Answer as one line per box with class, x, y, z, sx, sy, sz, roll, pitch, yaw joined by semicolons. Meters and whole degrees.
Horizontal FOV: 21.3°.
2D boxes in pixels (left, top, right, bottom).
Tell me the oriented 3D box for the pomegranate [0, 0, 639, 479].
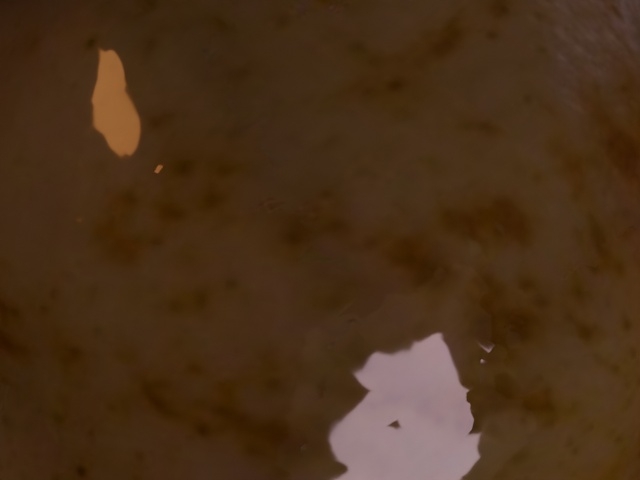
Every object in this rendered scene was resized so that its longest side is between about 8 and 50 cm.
pomegranate;0.000;0.000;0.568;0.342;0.342;0.342;-7;126;-10
